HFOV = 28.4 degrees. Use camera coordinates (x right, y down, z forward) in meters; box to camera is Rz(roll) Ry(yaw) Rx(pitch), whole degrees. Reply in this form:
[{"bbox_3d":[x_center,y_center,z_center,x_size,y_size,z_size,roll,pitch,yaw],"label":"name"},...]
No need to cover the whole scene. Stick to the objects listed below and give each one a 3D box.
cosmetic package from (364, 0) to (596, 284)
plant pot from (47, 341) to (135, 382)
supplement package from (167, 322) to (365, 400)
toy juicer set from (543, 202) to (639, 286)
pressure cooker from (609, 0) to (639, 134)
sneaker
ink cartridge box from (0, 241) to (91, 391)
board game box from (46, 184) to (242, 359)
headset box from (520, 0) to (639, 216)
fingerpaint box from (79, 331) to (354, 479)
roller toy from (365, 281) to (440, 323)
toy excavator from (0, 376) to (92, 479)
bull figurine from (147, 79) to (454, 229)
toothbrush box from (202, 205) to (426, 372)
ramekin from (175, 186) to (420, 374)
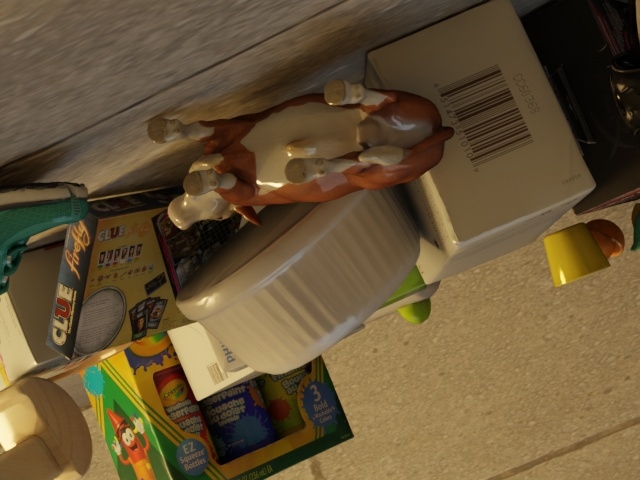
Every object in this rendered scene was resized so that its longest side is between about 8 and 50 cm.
[{"bbox_3d":[0.153,-0.089,1.367,0.156,0.217,0.385,-23,171,-4],"label":"cosmetic package"},{"bbox_3d":[-0.375,0.130,1.704,0.237,0.110,0.237,-23,172,-3],"label":"plant pot"},{"bbox_3d":[-0.105,0.128,2.219,0.262,0.198,0.199,-18,171,-41],"label":"supplement package"},{"bbox_3d":[0.436,-0.023,1.497,0.329,0.089,0.209,-23,174,19],"label":"toy juicer set"},{"bbox_3d":[0.451,-0.185,1.020,0.420,0.375,0.370,-21,142,-19],"label":"pressure cooker"},{"bbox_3d":[-0.309,0.025,1.122,0.275,0.110,0.107,-27,172,22],"label":"sneaker"},{"bbox_3d":[-0.329,0.091,1.482,0.128,0.127,0.176,-19,173,-36],"label":"ink cartridge box"},{"bbox_3d":[-0.187,0.026,1.400,0.243,0.042,0.165,-13,123,-54],"label":"board game box"},{"bbox_3d":[0.319,-0.152,1.408,0.110,0.218,0.293,-25,174,27],"label":"headset box"},{"bbox_3d":[-0.191,0.277,2.351,0.444,0.371,0.163,-15,171,-46],"label":"fingerpaint box"},{"bbox_3d":[0.069,0.013,1.800,0.146,0.209,0.191,-24,140,24],"label":"roller toy"},{"bbox_3d":[-0.449,0.235,1.225,0.222,0.445,0.433,-27,-147,28],"label":"toy excavator"},{"bbox_3d":[-0.037,-0.077,1.155,0.310,0.101,0.188,-14,175,28],"label":"bull figurine"},{"bbox_3d":[-0.030,0.021,1.620,0.283,0.206,0.122,-23,174,3],"label":"toothbrush box"},{"bbox_3d":[-0.014,0.027,1.348,0.273,0.127,0.273,-39,-171,7],"label":"ramekin"}]
